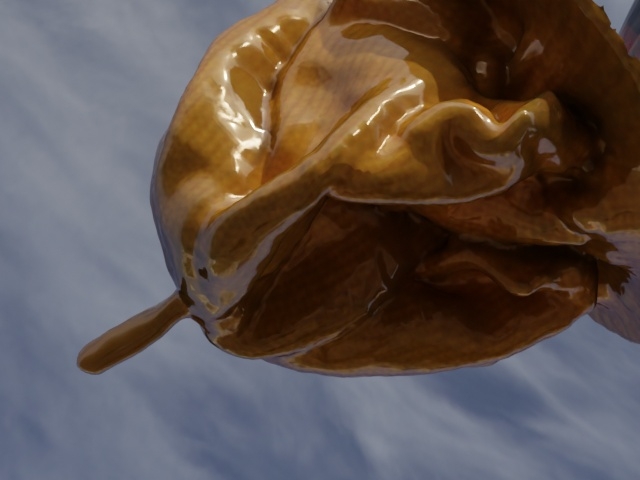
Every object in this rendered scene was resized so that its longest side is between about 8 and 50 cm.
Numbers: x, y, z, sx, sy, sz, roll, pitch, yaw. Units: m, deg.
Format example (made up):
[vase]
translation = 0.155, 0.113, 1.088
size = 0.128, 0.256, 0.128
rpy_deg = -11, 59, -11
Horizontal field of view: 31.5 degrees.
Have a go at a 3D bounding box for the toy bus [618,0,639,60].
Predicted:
[toy bus]
translation = 0.278, -0.168, 0.593
size = 0.127, 0.147, 0.303
rpy_deg = 7, -37, -17

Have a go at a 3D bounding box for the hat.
[hat]
translation = 0.000, 0.000, 0.498
size = 0.233, 0.233, 0.244
rpy_deg = -31, -51, -12
